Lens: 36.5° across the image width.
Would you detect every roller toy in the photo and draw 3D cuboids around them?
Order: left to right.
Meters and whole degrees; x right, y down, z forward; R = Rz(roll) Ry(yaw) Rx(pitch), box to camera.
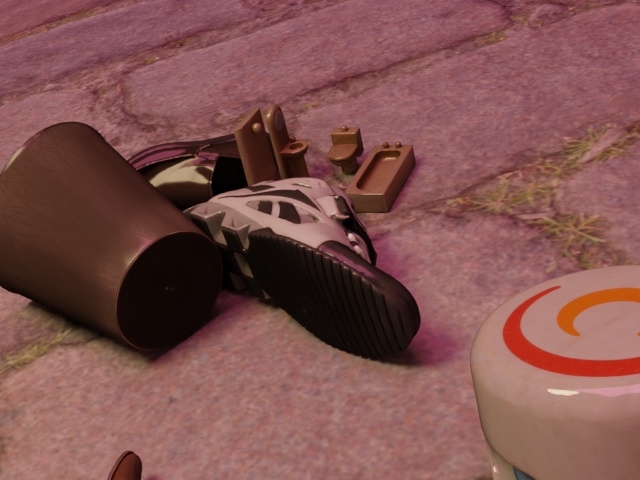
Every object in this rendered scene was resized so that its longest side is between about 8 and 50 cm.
[{"bbox_3d":[0.206,0.115,0.660,0.191,0.146,0.209,-2,23,28],"label":"roller toy"}]

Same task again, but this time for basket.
[{"bbox_3d":[-0.220,0.009,0.997,0.227,0.204,0.154,29,10,39],"label":"basket"}]

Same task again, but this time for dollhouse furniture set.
[{"bbox_3d":[0.010,-0.108,1.120,0.151,0.123,0.144,2,35,24],"label":"dollhouse furniture set"}]

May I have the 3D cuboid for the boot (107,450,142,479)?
[{"bbox_3d":[-0.110,0.205,0.747,0.114,0.037,0.106,-9,44,15],"label":"boot"}]

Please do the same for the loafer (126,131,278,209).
[{"bbox_3d":[-0.150,-0.079,1.180,0.220,0.080,0.078,-20,31,-9],"label":"loafer"}]

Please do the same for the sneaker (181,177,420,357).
[{"bbox_3d":[0.000,0.000,0.952,0.146,0.122,0.330,-34,36,-26],"label":"sneaker"}]
